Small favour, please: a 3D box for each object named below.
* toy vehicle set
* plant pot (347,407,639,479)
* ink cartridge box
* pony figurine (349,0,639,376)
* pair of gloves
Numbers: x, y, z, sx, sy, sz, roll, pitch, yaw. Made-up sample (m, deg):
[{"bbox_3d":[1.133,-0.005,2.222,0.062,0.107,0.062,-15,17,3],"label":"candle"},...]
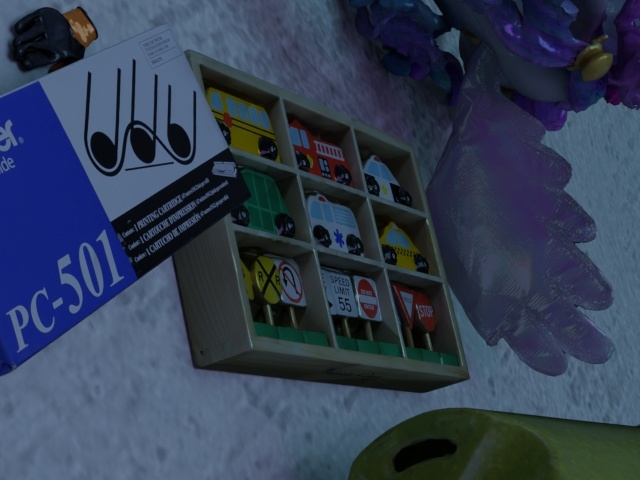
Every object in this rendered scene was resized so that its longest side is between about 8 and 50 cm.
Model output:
[{"bbox_3d":[0.000,0.000,0.857,0.267,0.035,0.166,15,59,-59],"label":"toy vehicle set"},{"bbox_3d":[0.137,0.200,0.760,0.254,0.276,0.276,21,52,-42],"label":"plant pot"},{"bbox_3d":[-0.110,-0.022,0.636,0.097,0.046,0.207,65,30,-9],"label":"ink cartridge box"},{"bbox_3d":[0.155,-0.139,1.001,0.351,0.303,0.363,55,-1,34],"label":"pony figurine"},{"bbox_3d":[-0.118,-0.075,0.714,0.083,0.010,0.074,64,27,-10],"label":"pair of gloves"}]
